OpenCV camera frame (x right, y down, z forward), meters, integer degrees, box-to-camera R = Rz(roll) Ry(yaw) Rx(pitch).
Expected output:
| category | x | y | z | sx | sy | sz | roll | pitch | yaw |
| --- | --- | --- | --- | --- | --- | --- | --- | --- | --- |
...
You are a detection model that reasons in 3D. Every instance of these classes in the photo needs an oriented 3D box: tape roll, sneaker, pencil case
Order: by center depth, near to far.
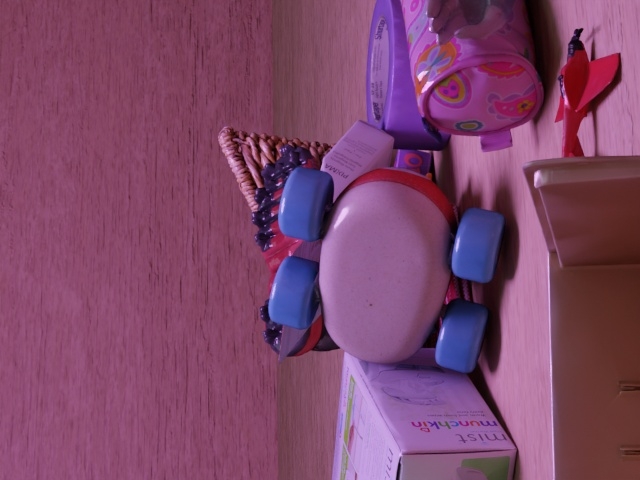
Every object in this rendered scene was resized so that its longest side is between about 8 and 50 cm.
| category | x | y | z | sx | sy | sz | roll | pitch | yaw |
| --- | --- | --- | --- | --- | --- | --- | --- | --- | --- |
| pencil case | 0.139 | -0.222 | 1.539 | 0.124 | 0.124 | 0.284 | 101 | 167 | -50 |
| tape roll | 0.107 | -0.201 | 1.906 | 0.189 | 0.080 | 0.189 | -179 | 90 | -81 |
| sneaker | -0.008 | 0.016 | 2.008 | 0.097 | 0.135 | 0.276 | -27 | 60 | 46 |

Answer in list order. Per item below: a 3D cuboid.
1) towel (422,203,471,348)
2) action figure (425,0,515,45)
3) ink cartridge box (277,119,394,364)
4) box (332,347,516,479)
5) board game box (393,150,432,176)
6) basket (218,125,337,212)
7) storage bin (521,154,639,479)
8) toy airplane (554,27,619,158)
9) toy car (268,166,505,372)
| category | x | y | z | sx | sy | sz | roll | pitch | yaw |
| --- | --- | --- | --- | --- | --- | --- | --- | --- | --- |
| towel | 0.130 | 0.116 | 1.855 | 0.275 | 0.031 | 0.199 | 102 | 167 | -51 |
| action figure | 0.200 | -0.229 | 0.830 | 0.276 | 0.248 | 0.370 | -56 | -36 | -27 |
| ink cartridge box | 0.000 | 0.000 | 1.836 | 0.232 | 0.066 | 0.189 | -44 | -27 | -39 |
| box | 0.093 | 0.274 | 1.655 | 0.231 | 0.126 | 0.262 | -123 | 35 | -65 |
| board game box | 0.078 | 0.084 | 1.939 | 0.208 | 0.056 | 0.347 | 95 | -176 | -54 |
| basket | -0.036 | -0.024 | 2.208 | 0.299 | 0.223 | 0.214 | 88 | -170 | -88 |
| storage bin | 0.179 | 0.108 | 0.880 | 0.260 | 0.123 | 0.262 | 44 | -134 | -73 |
| toy airplane | 0.209 | -0.100 | 1.322 | 0.151 | 0.028 | 0.151 | -178 | 90 | -81 |
| toy car | 0.088 | -0.009 | 1.691 | 0.238 | 0.219 | 0.210 | -60 | -20 | -57 |
